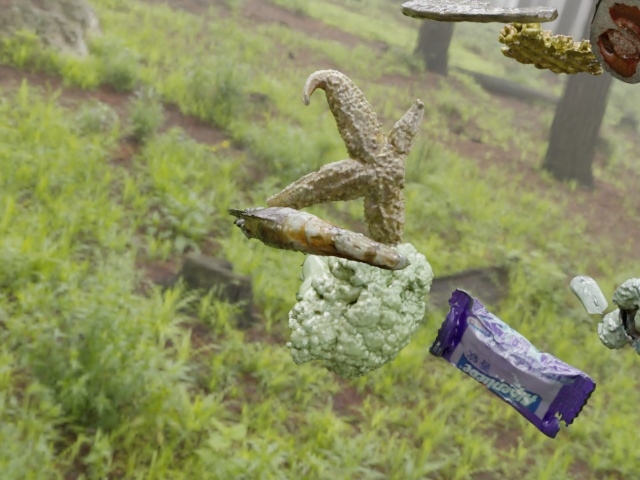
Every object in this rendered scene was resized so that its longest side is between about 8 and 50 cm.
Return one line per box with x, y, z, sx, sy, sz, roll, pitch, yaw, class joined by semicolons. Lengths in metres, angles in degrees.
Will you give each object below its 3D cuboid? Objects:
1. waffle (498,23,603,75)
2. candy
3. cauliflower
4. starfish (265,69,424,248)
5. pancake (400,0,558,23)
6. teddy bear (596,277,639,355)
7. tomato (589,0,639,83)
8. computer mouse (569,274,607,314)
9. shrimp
0.547;-0.433;2.255;0.293;0.069;0.260;13;-3;-4;waffle
0.307;0.203;1.614;0.275;0.145;0.070;34;37;14;candy
0.054;0.107;1.868;0.327;0.260;0.281;-34;66;-28;cauliflower
0.056;-0.125;2.065;0.324;0.432;0.082;13;21;1;starfish
0.289;-0.420;1.802;0.288;0.033;0.286;5;16;13;pancake
0.401;0.084;1.121;0.133;0.111;0.213;44;-15;20;teddy bear
0.667;-0.452;2.024;0.181;0.214;0.155;40;64;17;tomato
0.606;0.120;2.219;0.056;0.032;0.110;-24;58;-5;computer mouse
0.000;0.000;1.646;0.233;0.071;0.365;19;-4;-39;shrimp
